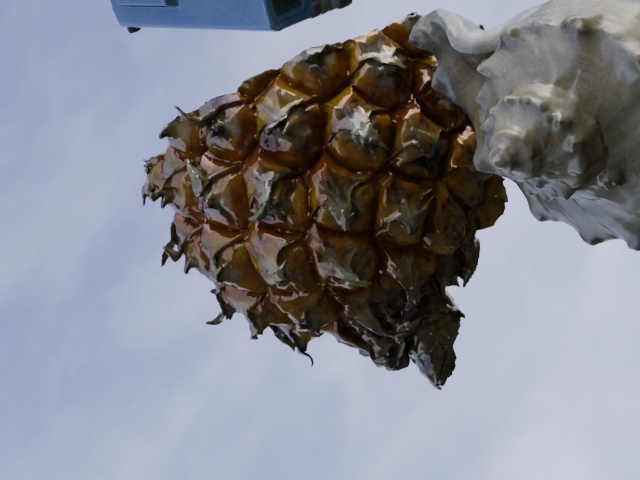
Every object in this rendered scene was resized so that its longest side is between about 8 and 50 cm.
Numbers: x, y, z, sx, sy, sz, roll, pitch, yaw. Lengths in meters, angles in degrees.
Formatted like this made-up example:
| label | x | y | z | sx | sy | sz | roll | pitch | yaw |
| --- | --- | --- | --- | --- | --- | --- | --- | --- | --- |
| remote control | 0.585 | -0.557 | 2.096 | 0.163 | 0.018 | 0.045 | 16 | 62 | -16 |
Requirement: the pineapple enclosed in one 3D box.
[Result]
| label | x | y | z | sx | sy | sz | roll | pitch | yaw |
| --- | --- | --- | --- | --- | --- | --- | --- | --- | --- |
| pineapple | 0.002 | 0.003 | 1.222 | 0.344 | 0.286 | 0.209 | -32 | -14 | 35 |

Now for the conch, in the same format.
| label | x | y | z | sx | sy | sz | roll | pitch | yaw |
| --- | --- | --- | --- | --- | --- | --- | --- | --- | --- |
| conch | 0.199 | -0.101 | 1.094 | 0.324 | 0.263 | 0.186 | -9 | -59 | -52 |

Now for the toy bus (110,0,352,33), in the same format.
| label | x | y | z | sx | sy | sz | roll | pitch | yaw |
| --- | --- | --- | --- | --- | --- | --- | --- | --- | --- |
| toy bus | -0.098 | -0.259 | 1.393 | 0.133 | 0.234 | 0.116 | -31 | -61 | -41 |
